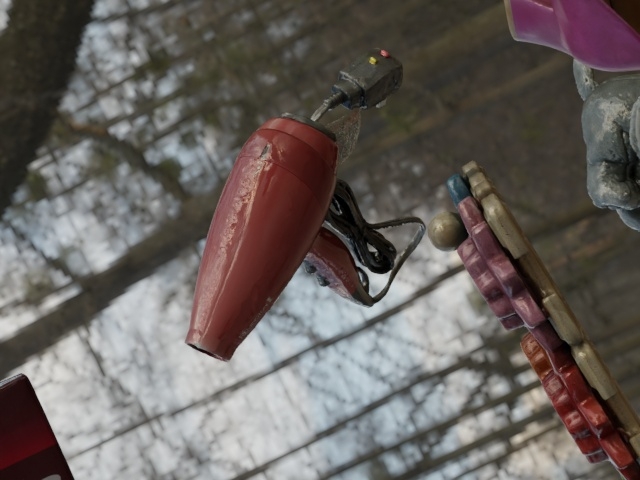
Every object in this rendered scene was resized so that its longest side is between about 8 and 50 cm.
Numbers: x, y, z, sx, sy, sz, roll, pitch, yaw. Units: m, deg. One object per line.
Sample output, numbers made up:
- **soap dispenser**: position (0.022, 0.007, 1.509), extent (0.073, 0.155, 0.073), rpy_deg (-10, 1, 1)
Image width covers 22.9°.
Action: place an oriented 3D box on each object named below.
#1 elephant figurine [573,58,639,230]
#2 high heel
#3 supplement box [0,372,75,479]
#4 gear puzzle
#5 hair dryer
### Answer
- **elephant figurine**: position (0.391, -0.116, 1.612), extent (0.186, 0.239, 0.169), rpy_deg (29, -121, -26)
- **high heel**: position (0.162, -0.210, 1.008), extent (0.082, 0.117, 0.244), rpy_deg (-47, -41, -34)
- **supplement box**: position (-0.197, 0.218, 0.998), extent (0.239, 0.130, 0.073), rpy_deg (66, 166, -1)
- **gear puzzle**: position (0.154, 0.115, 0.827), extent (0.339, 0.044, 0.175), rpy_deg (57, -174, -9)
- **hair dryer**: position (0.000, 0.000, 1.228), extent (0.293, 0.080, 0.224), rpy_deg (-36, -54, -40)
